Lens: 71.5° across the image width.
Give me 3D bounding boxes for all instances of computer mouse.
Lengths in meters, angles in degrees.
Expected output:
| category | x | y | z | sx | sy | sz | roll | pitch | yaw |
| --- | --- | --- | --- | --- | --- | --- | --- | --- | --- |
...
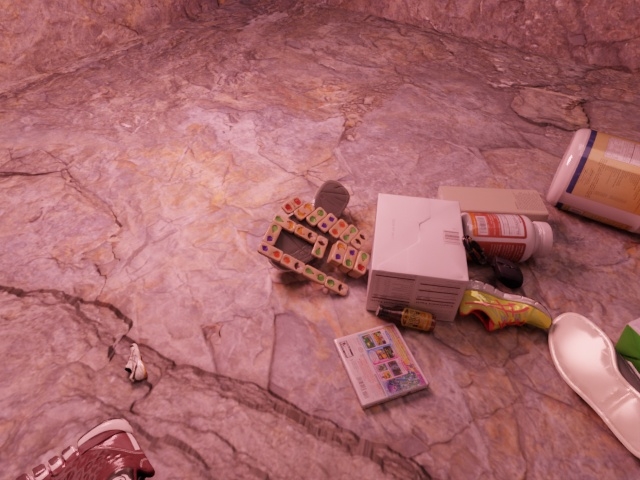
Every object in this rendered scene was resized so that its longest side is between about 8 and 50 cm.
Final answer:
| category | x | y | z | sx | sy | sz | roll | pitch | yaw |
| --- | --- | --- | --- | --- | --- | --- | --- | --- | --- |
| computer mouse | 0.401 | 0.047 | 1.016 | 0.242 | 0.041 | 0.071 | 29 | 49 | -35 |

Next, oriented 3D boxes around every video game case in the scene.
| category | x | y | z | sx | sy | sz | roll | pitch | yaw |
| --- | --- | --- | --- | --- | --- | --- | --- | --- | --- |
| video game case | 0.120 | 0.250 | 0.909 | 0.143 | 0.019 | 0.157 | -12 | 45 | -15 |

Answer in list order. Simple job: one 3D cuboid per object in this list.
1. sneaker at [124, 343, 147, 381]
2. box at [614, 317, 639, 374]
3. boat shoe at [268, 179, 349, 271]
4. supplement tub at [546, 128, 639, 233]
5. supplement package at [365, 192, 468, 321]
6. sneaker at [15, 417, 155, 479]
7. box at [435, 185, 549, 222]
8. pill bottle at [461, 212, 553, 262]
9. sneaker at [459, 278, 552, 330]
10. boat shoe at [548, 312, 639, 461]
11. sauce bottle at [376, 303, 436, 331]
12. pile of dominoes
| category | x | y | z | sx | sy | sz | roll | pitch | yaw |
| --- | --- | --- | --- | --- | --- | --- | --- | --- | --- |
| sneaker | -0.373 | 0.242 | 0.885 | 0.036 | 0.032 | 0.083 | -20 | 47 | -22 |
| box | 0.760 | 0.236 | 0.835 | 0.230 | 0.127 | 0.262 | -24 | 48 | -5 |
| boat shoe | -0.033 | -0.031 | 1.149 | 0.118 | 0.103 | 0.321 | 36 | 53 | -4 |
| supplement tub | 0.818 | -0.155 | 1.213 | 0.315 | 0.229 | 0.228 | 24 | 48 | 21 |
| supplement package | 0.222 | 0.033 | 1.049 | 0.203 | 0.145 | 0.262 | 7 | 45 | 5 |
| sneaker | -0.377 | 0.412 | 0.659 | 0.162 | 0.107 | 0.281 | 34 | 51 | 25 |
| box | 0.456 | -0.076 | 1.211 | 0.274 | 0.094 | 0.113 | 3 | 43 | 1 |
| pill bottle | 0.455 | -0.006 | 1.119 | 0.215 | 0.121 | 0.121 | 3 | 44 | 0 |
| sneaker | 0.399 | 0.163 | 0.981 | 0.208 | 0.081 | 0.094 | 19 | 69 | 9 |
| boat shoe | 0.562 | 0.281 | 0.866 | 0.099 | 0.116 | 0.320 | 34 | 24 | -31 |
| sauce bottle | 0.185 | 0.167 | 0.970 | 0.128 | 0.042 | 0.042 | 11 | 44 | -3 |
| pile of dominoes | 0.000 | 0.000 | 1.060 | 0.251 | 0.040 | 0.196 | 28 | 57 | -11 |
